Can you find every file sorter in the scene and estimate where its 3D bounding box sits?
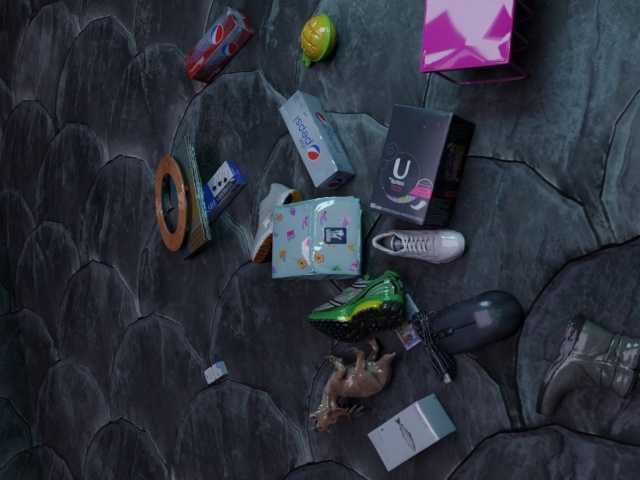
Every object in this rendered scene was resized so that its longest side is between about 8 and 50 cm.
[{"bbox_3d":[0.369,-0.519,1.271,0.202,0.182,0.291,6,94,36],"label":"file sorter"}]

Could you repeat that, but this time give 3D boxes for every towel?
[{"bbox_3d":[-0.457,-0.141,1.933,0.271,0.040,0.370,-30,70,57],"label":"towel"}]

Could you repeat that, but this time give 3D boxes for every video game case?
[{"bbox_3d":[0.229,0.214,1.468,0.087,0.011,0.122,-42,65,28],"label":"video game case"}]

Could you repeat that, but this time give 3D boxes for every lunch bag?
[{"bbox_3d":[0.000,0.000,1.556,0.262,0.160,0.224,-6,77,33],"label":"lunch bag"}]

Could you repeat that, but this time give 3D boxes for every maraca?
[{"bbox_3d":[-0.014,-0.582,1.626,0.185,0.099,0.127,-13,78,63],"label":"maraca"}]

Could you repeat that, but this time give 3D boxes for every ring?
[{"bbox_3d":[-0.525,-0.131,1.979,0.336,0.032,0.337,18,111,56],"label":"ring"}]

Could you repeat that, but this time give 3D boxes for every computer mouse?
[{"bbox_3d":[0.348,0.214,1.331,0.272,0.072,0.189,-34,71,29],"label":"computer mouse"}]

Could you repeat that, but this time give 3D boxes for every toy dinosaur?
[{"bbox_3d":[0.102,0.387,1.500,0.295,0.127,0.200,-26,81,22],"label":"toy dinosaur"}]

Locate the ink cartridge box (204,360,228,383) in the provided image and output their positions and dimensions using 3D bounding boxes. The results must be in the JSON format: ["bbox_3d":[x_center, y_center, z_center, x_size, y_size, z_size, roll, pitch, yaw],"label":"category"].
[{"bbox_3d":[-0.356,0.450,1.901,0.083,0.028,0.048,-37,67,31],"label":"ink cartridge box"}]

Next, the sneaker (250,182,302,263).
[{"bbox_3d":[-0.155,-0.055,1.729,0.121,0.099,0.263,37,103,40],"label":"sneaker"}]

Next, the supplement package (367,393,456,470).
[{"bbox_3d":[0.229,0.481,1.402,0.179,0.105,0.105,-45,63,27],"label":"supplement package"}]

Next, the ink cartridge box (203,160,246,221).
[{"bbox_3d":[-0.345,-0.164,1.897,0.207,0.046,0.097,-45,63,28],"label":"ink cartridge box"}]

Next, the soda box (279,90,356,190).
[{"bbox_3d":[-0.010,-0.287,1.610,0.091,0.098,0.286,-36,68,30],"label":"soda box"}]

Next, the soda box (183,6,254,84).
[{"bbox_3d":[-0.347,-0.654,1.887,0.263,0.083,0.092,-36,67,32],"label":"soda box"}]

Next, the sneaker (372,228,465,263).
[{"bbox_3d":[0.247,0.012,1.408,0.235,0.094,0.090,-1,87,36],"label":"sneaker"}]

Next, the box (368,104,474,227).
[{"bbox_3d":[0.249,-0.181,1.379,0.165,0.143,0.271,19,100,36],"label":"box"}]

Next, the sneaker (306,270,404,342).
[{"bbox_3d":[0.101,0.182,1.519,0.343,0.134,0.146,-22,39,42],"label":"sneaker"}]

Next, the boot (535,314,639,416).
[{"bbox_3d":[0.565,0.292,1.169,0.161,0.083,0.247,26,106,29],"label":"boot"}]
